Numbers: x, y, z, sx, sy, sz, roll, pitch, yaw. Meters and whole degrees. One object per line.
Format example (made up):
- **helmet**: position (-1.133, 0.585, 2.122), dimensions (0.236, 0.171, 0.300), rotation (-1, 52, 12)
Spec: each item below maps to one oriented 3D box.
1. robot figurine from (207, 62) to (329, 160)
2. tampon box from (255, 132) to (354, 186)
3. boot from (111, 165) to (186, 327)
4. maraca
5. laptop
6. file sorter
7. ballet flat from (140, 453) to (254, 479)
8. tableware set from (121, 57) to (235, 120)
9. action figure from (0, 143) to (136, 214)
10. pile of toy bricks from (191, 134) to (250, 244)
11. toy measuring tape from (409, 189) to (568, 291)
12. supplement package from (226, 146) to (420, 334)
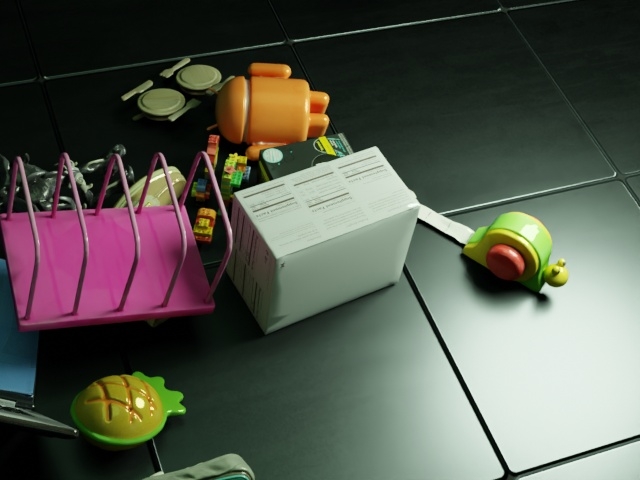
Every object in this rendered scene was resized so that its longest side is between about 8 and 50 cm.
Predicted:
- **robot figurine**: position (-0.096, -0.236, 1.914), dimensions (0.219, 0.158, 0.128), rotation (2, 23, -8)
- **tampon box**: position (-0.018, -0.100, 1.833), dimensions (0.161, 0.101, 0.120), rotation (-14, 55, -19)
- **boot**: position (-0.258, 0.007, 1.713), dimensions (0.203, 0.095, 0.262), rotation (33, 52, 15)
- **maraca**: position (-0.277, 0.242, 1.523), dimensions (0.127, 0.099, 0.185), rotation (37, 30, 22)
- **laptop**: position (-0.535, 0.099, 1.426), dimensions (0.381, 0.408, 0.237), rotation (17, 79, -27)
- **file sorter**: position (-0.297, -0.013, 1.527), dimensions (0.290, 0.182, 0.202), rotation (-4, 54, -25)
- **ballet flat**: position (-0.200, 0.350, 1.477), dimensions (0.213, 0.072, 0.068), rotation (-10, 27, -18)
- **tableware set**: position (-0.262, -0.272, 1.973), dimensions (0.128, 0.039, 0.194), rotation (25, 45, 26)
- **action figure**: position (-0.435, -0.072, 1.722), dimensions (0.275, 0.141, 0.164), rotation (-18, 57, -41)
- **pile of toy bricks**: position (-0.160, -0.096, 1.804), dimensions (0.118, 0.105, 0.212), rotation (8, 51, -3)
- **toy measuring tape**: position (0.285, -0.022, 1.814), dimensions (0.330, 0.121, 0.121), rotation (32, 54, 16)
- **supplement package**: position (0.000, 0.000, 1.690), dimensions (0.261, 0.204, 0.145), rotation (-19, 56, -23)
